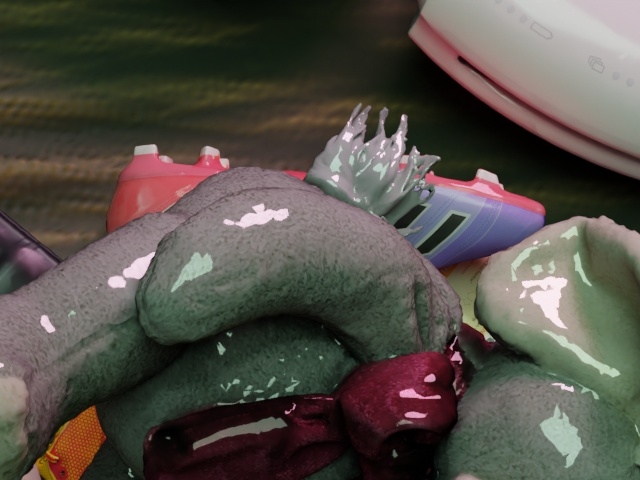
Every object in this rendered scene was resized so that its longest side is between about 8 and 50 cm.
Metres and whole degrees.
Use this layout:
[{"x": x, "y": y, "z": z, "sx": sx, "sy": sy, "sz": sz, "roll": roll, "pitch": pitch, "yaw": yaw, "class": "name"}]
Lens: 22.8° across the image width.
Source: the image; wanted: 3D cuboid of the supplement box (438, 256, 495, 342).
[{"x": 0.100, "y": 0.044, "z": 0.912, "sx": 0.098, "sy": 0.036, "sz": 0.062, "roll": 36, "pitch": 66, "yaw": 11, "class": "supplement box"}]

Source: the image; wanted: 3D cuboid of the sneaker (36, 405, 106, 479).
[{"x": -0.114, "y": 0.099, "z": 0.828, "sx": 0.067, "sy": 0.064, "sz": 0.175, "roll": 7, "pitch": 84, "yaw": -6, "class": "sneaker"}]

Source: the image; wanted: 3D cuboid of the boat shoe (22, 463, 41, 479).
[{"x": -0.272, "y": 0.158, "z": 0.764, "sx": 0.285, "sy": 0.104, "sz": 0.089, "roll": -14, "pitch": 60, "yaw": -23, "class": "boat shoe"}]

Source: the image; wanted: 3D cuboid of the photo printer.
[{"x": 0.207, "y": -0.187, "z": 0.978, "sx": 0.256, "sy": 0.107, "sz": 0.307, "roll": 26, "pitch": 68, "yaw": -2, "class": "photo printer"}]

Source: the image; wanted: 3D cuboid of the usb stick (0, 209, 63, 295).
[{"x": -0.226, "y": -0.005, "z": 0.898, "sx": 0.278, "sy": 0.045, "sz": 0.077, "roll": 38, "pitch": 74, "yaw": 11, "class": "usb stick"}]

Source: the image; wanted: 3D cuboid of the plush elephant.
[{"x": 0.027, "y": 0.095, "z": 0.699, "sx": 0.255, "sy": 0.271, "sz": 0.330, "roll": 31, "pitch": 54, "yaw": 23, "class": "plush elephant"}]

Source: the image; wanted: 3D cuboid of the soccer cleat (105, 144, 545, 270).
[{"x": 0.000, "y": 0.000, "z": 0.890, "sx": 0.248, "sy": 0.083, "sz": 0.095, "roll": 4, "pitch": 86, "yaw": 9, "class": "soccer cleat"}]
